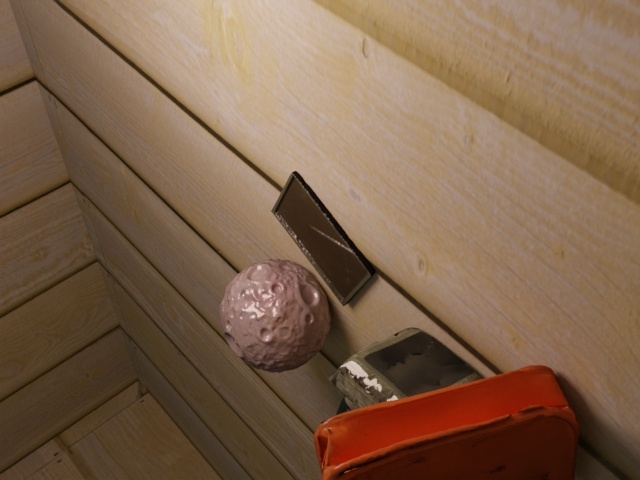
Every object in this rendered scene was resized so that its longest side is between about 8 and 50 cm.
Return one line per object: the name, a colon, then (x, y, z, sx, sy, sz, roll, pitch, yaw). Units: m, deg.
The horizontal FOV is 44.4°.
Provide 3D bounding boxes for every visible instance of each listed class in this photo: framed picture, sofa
framed picture: (0.001, 0.000, 1.622, 0.265, 0.018, 0.192, 53, 154, 8)
sofa: (0.159, 0.296, 1.439, 0.210, 0.225, 0.176, 35, 131, 36)

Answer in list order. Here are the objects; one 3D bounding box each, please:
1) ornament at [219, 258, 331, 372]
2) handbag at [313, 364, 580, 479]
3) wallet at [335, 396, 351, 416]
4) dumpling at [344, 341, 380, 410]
ornament: (-0.109, 0.173, 1.773, 0.259, 0.225, 0.259, 41, 152, 28)
handbag: (0.202, 0.369, 1.256, 0.116, 0.409, 0.304, -106, 3, -51)
wallet: (0.129, 0.494, 1.914, 0.237, 0.075, 0.342, 43, 151, 19)
dumpling: (0.109, 0.306, 1.688, 0.111, 0.155, 0.181, 33, 121, -21)
